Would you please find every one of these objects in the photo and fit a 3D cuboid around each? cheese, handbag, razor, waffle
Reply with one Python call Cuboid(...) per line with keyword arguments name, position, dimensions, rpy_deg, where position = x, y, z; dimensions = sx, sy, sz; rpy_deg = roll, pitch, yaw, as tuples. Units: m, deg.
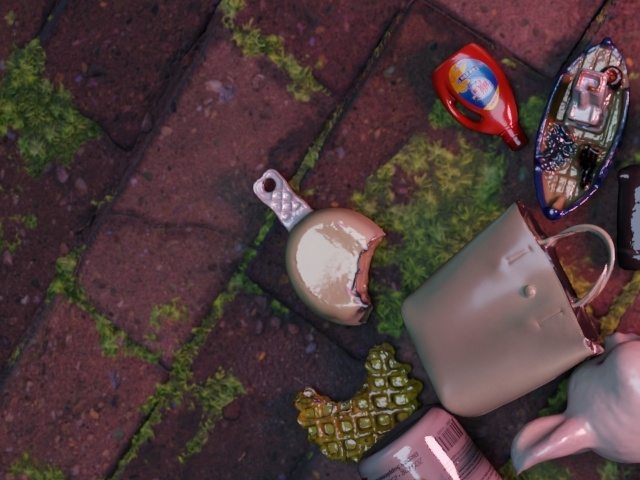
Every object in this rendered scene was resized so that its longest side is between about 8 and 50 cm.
Cuboid(name="cheese", position=(-0.015, 0.013, 1.927), dimensions=(0.248, 0.071, 0.163), rpy_deg=(28, 98, 16))
Cuboid(name="handbag", position=(0.261, 0.086, 1.759), dimensions=(0.315, 0.109, 0.241), rpy_deg=(-41, 63, 35))
Cuboid(name="razor", position=(0.450, -0.033, 1.780), dimensions=(0.090, 0.054, 0.148), rpy_deg=(-2, 91, 15))
Cuboid(name="waffle", position=(0.055, 0.241, 1.918), dimensions=(0.194, 0.051, 0.149), rpy_deg=(-44, 79, 14))

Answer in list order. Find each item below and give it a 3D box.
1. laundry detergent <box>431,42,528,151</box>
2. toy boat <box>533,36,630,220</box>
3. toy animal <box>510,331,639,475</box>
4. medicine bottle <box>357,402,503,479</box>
Cuboid(name="laundry detergent", position=(0.233, -0.194, 1.853), dimensions=(0.097, 0.049, 0.165), rpy_deg=(-38, 80, 22))
Cuboid(name="toy boat", position=(0.355, -0.153, 1.777), dimensions=(0.114, 0.115, 0.262), rpy_deg=(17, 96, 18))
Cuboid(name="toy animal", position=(0.437, 0.237, 1.707), dimensions=(0.367, 0.196, 0.241), rpy_deg=(-5, 81, 16))
Cuboid(name="medicine bottle", position=(0.193, 0.381, 1.808), dimensions=(0.157, 0.157, 0.289), rpy_deg=(-38, 88, 15))
